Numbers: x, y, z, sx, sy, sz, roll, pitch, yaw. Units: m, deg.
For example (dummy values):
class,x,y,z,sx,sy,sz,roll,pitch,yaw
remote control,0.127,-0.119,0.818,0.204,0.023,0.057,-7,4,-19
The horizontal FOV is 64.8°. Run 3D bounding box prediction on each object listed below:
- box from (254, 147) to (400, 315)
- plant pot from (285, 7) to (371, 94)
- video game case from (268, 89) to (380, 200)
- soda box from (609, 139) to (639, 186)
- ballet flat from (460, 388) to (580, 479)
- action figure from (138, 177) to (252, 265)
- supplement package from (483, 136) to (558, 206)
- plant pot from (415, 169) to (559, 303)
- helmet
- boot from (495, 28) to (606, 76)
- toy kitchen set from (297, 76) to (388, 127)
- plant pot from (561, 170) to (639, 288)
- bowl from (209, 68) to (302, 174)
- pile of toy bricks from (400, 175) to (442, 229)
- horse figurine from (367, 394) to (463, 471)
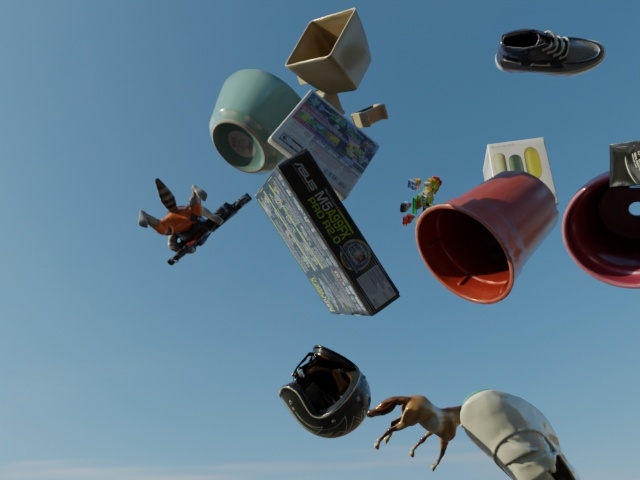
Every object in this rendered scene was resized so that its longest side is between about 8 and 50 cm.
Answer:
class,x,y,z,sx,sy,sz,roll,pitch,yaw
box,0.000,0.000,0.850,0.060,0.270,0.216,-33,2,-17
plant pot,0.025,-0.316,0.874,0.109,0.108,0.096,7,-26,45
video game case,0.013,-0.208,1.084,0.201,0.183,0.023,38,-34,-7
soda box,0.417,-0.090,0.553,0.060,0.053,0.169,-2,1,-36
ballet flat,0.413,0.429,0.960,0.139,0.139,0.400,-27,-61,29
action figure,-0.398,-0.095,1.591,0.341,0.178,0.330,-40,-9,-11
supplement package,0.717,-0.201,1.833,0.200,0.262,0.198,-6,-22,11
plant pot,0.424,-0.030,1.239,0.265,0.272,0.272,-35,-26,-28
helmet,0.017,0.305,0.989,0.162,0.169,0.169,33,-36,14
boot,0.418,-0.343,0.911,0.190,0.069,0.086,1,-5,16
toy kitchen set,0.057,-0.384,1.305,0.166,0.122,0.207,-27,-68,-17
plant pot,0.545,-0.039,0.882,0.201,0.201,0.180,-38,-6,37
bowl,-0.195,-0.311,1.450,0.312,0.163,0.311,20,-37,16
pile of toy bricks,0.349,-0.133,1.701,0.105,0.118,0.212,-28,-48,-33
horse figurine,0.223,0.407,1.118,0.263,0.066,0.174,30,-80,-20
